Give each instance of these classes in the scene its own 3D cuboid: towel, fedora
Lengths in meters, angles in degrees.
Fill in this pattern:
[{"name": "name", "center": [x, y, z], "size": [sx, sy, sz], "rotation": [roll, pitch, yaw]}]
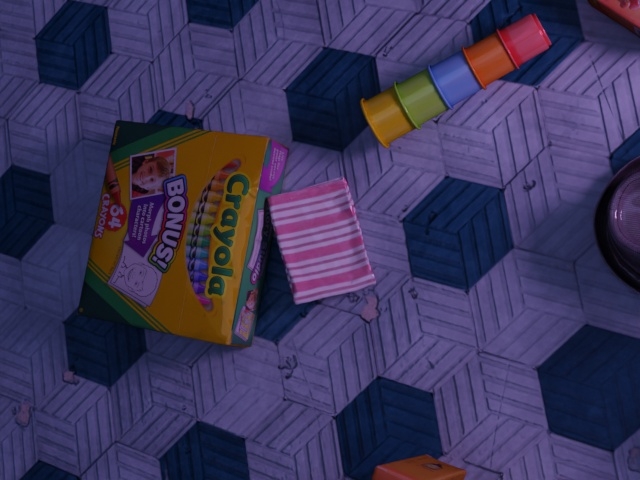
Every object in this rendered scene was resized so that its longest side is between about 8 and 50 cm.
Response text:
[{"name": "towel", "center": [0.000, 0.000, 1.798], "size": [0.144, 0.029, 0.197], "rotation": [-15, 76, 0]}, {"name": "fedora", "center": [0.528, -0.026, 1.544], "size": [0.275, 0.124, 0.243], "rotation": [20, 91, 25]}]

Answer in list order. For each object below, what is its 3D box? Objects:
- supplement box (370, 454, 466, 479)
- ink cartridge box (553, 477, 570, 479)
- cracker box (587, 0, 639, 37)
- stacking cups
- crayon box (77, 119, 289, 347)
[{"name": "supplement box", "center": [0.143, 0.373, 1.594], "size": [0.078, 0.233, 0.080], "rotation": [18, 93, 25]}, {"name": "ink cartridge box", "center": [0.491, 0.538, 1.519], "size": [0.385, 0.091, 0.308], "rotation": [13, 87, 8]}, {"name": "cracker box", "center": [0.538, -0.426, 1.631], "size": [0.156, 0.067, 0.232], "rotation": [41, 99, 23]}, {"name": "stacking cups", "center": [0.224, -0.263, 1.744], "size": [0.316, 0.096, 0.096], "rotation": [-27, 72, 13]}, {"name": "crayon box", "center": [-0.244, -0.016, 1.892], "size": [0.313, 0.106, 0.362], "rotation": [8, 86, 25]}]
